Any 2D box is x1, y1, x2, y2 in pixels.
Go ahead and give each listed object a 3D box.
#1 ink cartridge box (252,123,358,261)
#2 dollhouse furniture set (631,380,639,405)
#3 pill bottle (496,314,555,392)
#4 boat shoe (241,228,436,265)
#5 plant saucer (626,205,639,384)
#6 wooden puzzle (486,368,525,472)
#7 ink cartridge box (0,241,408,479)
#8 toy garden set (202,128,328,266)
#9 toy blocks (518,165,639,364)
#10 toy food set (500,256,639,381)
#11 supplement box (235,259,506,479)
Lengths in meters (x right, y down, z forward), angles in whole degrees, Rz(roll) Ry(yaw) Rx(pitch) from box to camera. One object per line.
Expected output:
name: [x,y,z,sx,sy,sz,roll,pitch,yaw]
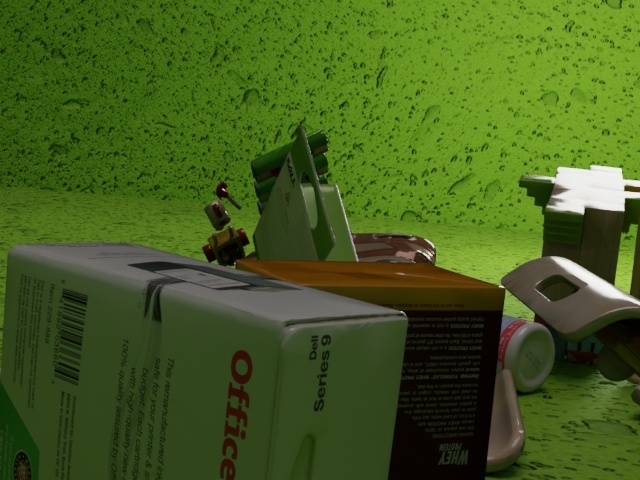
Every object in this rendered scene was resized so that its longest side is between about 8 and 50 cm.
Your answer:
ink cartridge box: [0.000,0.000,1.458,0.097,0.189,0.255,-1,-33,-21]
dollhouse furniture set: [0.588,0.159,1.212,0.394,0.256,0.362,33,22,29]
pill bottle: [0.208,0.132,1.412,0.087,0.087,0.160,-1,9,-41]
boat shoe: [0.027,0.045,1.670,0.324,0.123,0.116,2,40,28]
plant saucer: [0.568,0.033,1.439,0.333,0.333,0.081,6,9,8]
wooden puzzle: [0.038,0.148,1.203,0.348,0.080,0.322,5,7,6]
ink cartridge box: [-0.094,0.126,0.768,0.289,0.211,0.121,12,9,42]
toy garden set: [-0.076,-0.044,1.595,0.204,0.049,0.244,-26,-19,-9]
toy blocks: [0.361,0.051,1.575,0.191,0.261,0.381,7,14,13]
toy food set: [0.275,0.141,0.860,0.306,0.092,0.220,42,4,-7]
supplement box: [0.030,0.122,0.932,0.191,0.194,0.129,2,7,-25]
